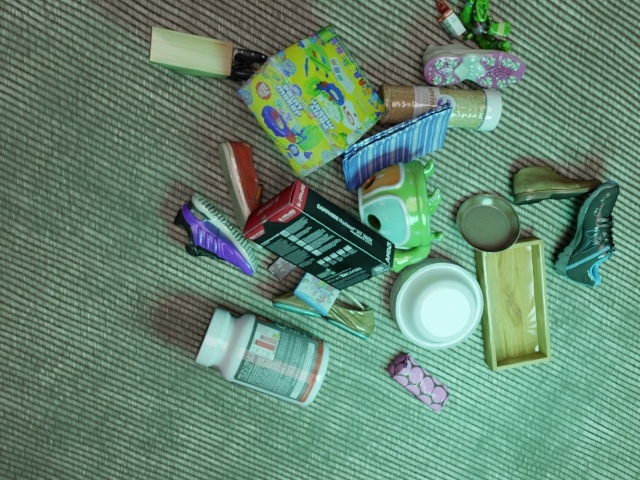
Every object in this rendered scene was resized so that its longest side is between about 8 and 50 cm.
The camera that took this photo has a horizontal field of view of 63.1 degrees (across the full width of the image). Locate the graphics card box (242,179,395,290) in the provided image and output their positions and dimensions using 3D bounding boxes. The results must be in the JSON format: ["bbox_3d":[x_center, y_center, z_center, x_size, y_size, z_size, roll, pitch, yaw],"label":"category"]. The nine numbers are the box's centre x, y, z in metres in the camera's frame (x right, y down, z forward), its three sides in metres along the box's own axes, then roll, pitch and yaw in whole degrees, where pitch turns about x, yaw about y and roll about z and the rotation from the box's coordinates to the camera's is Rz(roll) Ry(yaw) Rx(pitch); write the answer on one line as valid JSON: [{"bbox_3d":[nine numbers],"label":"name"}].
[{"bbox_3d":[0.000,0.000,1.457,0.371,0.233,0.094,32,51,-26],"label":"graphics card box"}]

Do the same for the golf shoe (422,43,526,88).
[{"bbox_3d":[0.446,-0.527,1.530,0.306,0.140,0.115,2,137,-8],"label":"golf shoe"}]

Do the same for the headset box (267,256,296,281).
[{"bbox_3d":[-0.114,0.078,1.618,0.083,0.032,0.062,-44,101,3],"label":"headset box"}]

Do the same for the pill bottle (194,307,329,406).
[{"bbox_3d":[-0.175,0.343,1.564,0.363,0.210,0.210,23,96,-10],"label":"pill bottle"}]

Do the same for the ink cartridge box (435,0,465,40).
[{"bbox_3d":[0.374,-0.652,1.540,0.029,0.063,0.115,-41,101,-1],"label":"ink cartridge box"}]

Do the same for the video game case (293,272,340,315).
[{"bbox_3d":[0.004,0.132,1.591,0.119,0.015,0.166,37,53,-5],"label":"video game case"}]

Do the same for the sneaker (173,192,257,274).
[{"bbox_3d":[-0.319,0.010,1.556,0.146,0.102,0.293,-41,97,5],"label":"sneaker"}]

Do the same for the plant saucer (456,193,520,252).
[{"bbox_3d":[0.523,-0.049,1.637,0.198,0.036,0.199,0,70,1],"label":"plant saucer"}]

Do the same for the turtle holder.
[{"bbox_3d":[0.236,-0.082,1.554,0.227,0.320,0.243,-7,57,8],"label":"turtle holder"}]

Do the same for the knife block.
[{"bbox_3d":[-0.286,-0.493,1.406,0.242,0.275,0.088,10,99,22],"label":"knife block"}]

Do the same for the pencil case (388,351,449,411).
[{"bbox_3d":[0.328,0.462,1.706,0.209,0.095,0.098,41,77,-13],"label":"pencil case"}]

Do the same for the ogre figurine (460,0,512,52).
[{"bbox_3d":[0.472,-0.631,1.527,0.197,0.118,0.097,31,90,-12],"label":"ogre figurine"}]

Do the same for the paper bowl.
[{"bbox_3d":[0.370,0.205,1.638,0.284,0.148,0.284,-1,101,-6],"label":"paper bowl"}]

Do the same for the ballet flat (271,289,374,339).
[{"bbox_3d":[0.020,0.199,1.623,0.342,0.116,0.124,21,76,-10],"label":"ballet flat"}]

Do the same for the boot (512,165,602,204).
[{"bbox_3d":[0.752,-0.185,1.646,0.305,0.112,0.115,-5,79,-10],"label":"boot"}]

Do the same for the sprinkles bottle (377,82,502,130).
[{"bbox_3d":[0.348,-0.395,1.550,0.355,0.121,0.121,1,99,-6],"label":"sprinkles bottle"}]

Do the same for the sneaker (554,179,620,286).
[{"bbox_3d":[0.866,-0.018,1.624,0.125,0.139,0.341,-9,122,-37],"label":"sneaker"}]

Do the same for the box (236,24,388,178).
[{"bbox_3d":[-0.014,-0.377,1.415,0.290,0.177,0.279,54,49,-11],"label":"box"}]

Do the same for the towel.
[{"bbox_3d":[0.219,-0.259,1.506,0.336,0.243,0.040,-25,71,-2],"label":"towel"}]

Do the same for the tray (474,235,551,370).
[{"bbox_3d":[0.629,0.206,1.705,0.202,0.076,0.411,-9,101,-5],"label":"tray"}]

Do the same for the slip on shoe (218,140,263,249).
[{"bbox_3d":[-0.210,-0.133,1.535,0.101,0.123,0.331,-18,102,-22],"label":"slip on shoe"}]
